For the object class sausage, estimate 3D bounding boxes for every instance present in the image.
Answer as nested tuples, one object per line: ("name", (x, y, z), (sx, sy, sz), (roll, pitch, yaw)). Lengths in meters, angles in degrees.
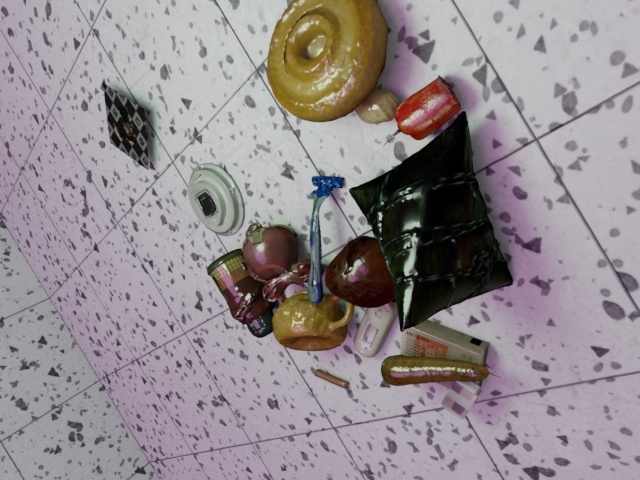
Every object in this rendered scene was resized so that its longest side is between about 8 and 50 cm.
("sausage", (0.035, 0.418, 1.575), (0.116, 0.026, 0.026), (14, 119, 34))

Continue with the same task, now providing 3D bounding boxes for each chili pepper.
("chili pepper", (0.197, -0.250, 1.065), (0.084, 0.086, 0.192), (37, 128, -22))

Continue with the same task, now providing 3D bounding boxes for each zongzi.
("zongzi", (0.192, -0.033, 1.111), (0.362, 0.319, 0.383), (-11, 88, 55))

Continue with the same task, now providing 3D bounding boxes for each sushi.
("sushi", (-0.611, -0.373, 1.692), (0.231, 0.047, 0.219), (34, 134, 27))

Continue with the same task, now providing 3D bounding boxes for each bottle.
("bottle", (-0.225, 0.166, 1.569), (0.271, 0.156, 0.143), (58, 140, 7))

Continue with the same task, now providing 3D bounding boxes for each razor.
("razor", (-0.008, -0.001, 1.303), (0.093, 0.056, 0.324), (9, 95, 37))

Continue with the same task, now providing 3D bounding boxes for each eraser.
("eraser", (0.330, 0.369, 1.228), (0.065, 0.026, 0.105), (33, 131, 25))

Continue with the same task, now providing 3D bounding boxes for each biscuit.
("biscuit", (0.002, -0.393, 1.086), (0.296, 0.102, 0.296), (-3, 86, 40))

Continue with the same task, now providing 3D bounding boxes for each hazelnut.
("hazelnut", (0.103, 0.080, 1.252), (0.204, 0.178, 0.177), (-2, 110, 40))

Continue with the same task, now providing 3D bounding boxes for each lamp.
("lamp", (-0.111, 0.042, 1.425), (0.215, 0.151, 0.223), (-26, 100, 30))

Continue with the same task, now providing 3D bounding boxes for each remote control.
("remote control", (0.143, 0.226, 1.378), (0.078, 0.042, 0.221), (35, 130, 22))

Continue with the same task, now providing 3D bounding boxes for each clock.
("clock", (-0.333, -0.118, 1.589), (0.237, 0.053, 0.236), (17, 120, 32))

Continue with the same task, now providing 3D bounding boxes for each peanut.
("peanut", (0.088, -0.309, 1.132), (0.187, 0.082, 0.082), (35, 130, 21))

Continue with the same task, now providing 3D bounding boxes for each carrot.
("carrot", (0.275, 0.305, 1.213), (0.298, 0.078, 0.078), (-9, 105, 39))

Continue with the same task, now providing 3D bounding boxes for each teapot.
("teapot", (-0.019, 0.200, 1.422), (0.311, 0.203, 0.167), (-29, 49, 45))

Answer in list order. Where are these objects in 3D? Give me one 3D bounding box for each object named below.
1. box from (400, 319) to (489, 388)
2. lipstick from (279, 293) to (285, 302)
("box", (0.296, 0.279, 1.269), (0.201, 0.058, 0.141), (20, 123, 32))
("lipstick", (-0.135, 0.132, 1.566), (0.030, 0.030, 0.129), (-20, 98, 43))
